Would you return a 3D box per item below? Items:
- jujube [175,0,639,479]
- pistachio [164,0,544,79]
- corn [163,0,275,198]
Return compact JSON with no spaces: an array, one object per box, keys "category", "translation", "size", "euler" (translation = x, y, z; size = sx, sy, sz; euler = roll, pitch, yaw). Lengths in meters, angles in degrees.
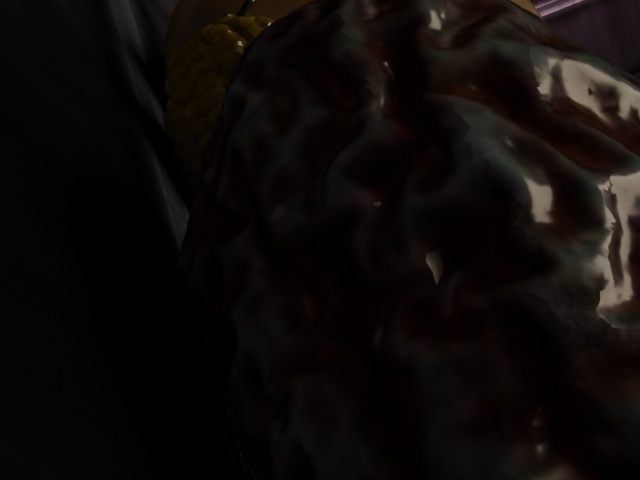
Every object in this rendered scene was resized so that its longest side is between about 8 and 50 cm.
[{"category":"jujube","translation":[0.067,0.045,0.472],"size":[0.226,0.226,0.317],"euler":[51,14,-49]},{"category":"pistachio","translation":[0.046,-0.084,0.853],"size":[0.309,0.230,0.230],"euler":[27,6,1]},{"category":"corn","translation":[0.000,0.000,0.680],"size":[0.310,0.101,0.101],"euler":[62,7,19]}]
